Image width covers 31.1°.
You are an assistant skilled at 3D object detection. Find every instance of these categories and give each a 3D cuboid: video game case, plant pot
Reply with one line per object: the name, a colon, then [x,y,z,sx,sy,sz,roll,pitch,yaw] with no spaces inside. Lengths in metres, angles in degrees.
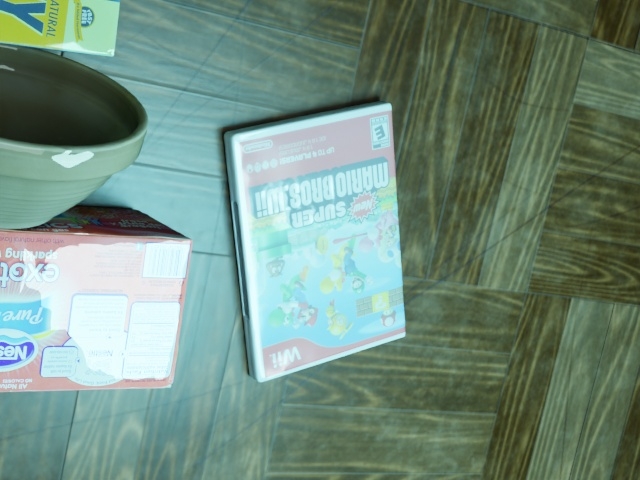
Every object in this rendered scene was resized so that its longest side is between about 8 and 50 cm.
video game case: [0.000,0.000,1.295,0.204,0.025,0.285,-15,111,-28]
plant pot: [-0.275,-0.083,0.989,0.237,0.237,0.110,3,117,-32]

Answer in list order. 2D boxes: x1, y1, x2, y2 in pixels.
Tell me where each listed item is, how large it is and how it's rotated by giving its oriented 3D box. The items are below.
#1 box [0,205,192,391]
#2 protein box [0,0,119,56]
box: [-0.287,0.049,1.060,0.300,0.142,0.154,2,102,-32]
protein box: [-0.291,-0.237,0.945,0.201,0.200,0.136,2,102,-33]
